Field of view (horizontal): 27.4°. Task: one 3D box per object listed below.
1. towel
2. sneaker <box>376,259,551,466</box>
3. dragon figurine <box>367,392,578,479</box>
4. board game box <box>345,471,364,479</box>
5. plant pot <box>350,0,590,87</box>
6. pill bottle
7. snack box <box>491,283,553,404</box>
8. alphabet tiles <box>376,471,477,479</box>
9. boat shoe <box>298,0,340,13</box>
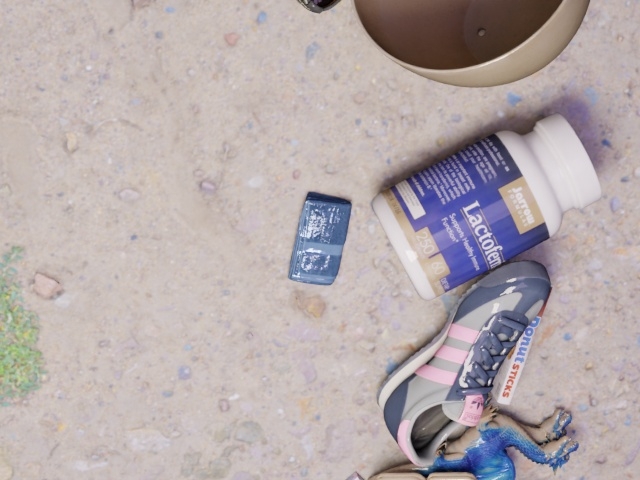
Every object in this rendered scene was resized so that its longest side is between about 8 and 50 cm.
[{"bbox_3d":[0.000,0.000,1.722,0.067,0.029,0.120,9,107,-10],"label":"towel"},{"bbox_3d":[0.202,0.167,1.709,0.112,0.131,0.319,17,125,-32],"label":"sneaker"},{"bbox_3d":[0.217,0.307,1.821,0.289,0.085,0.144,-34,109,4],"label":"dragon figurine"},{"bbox_3d":[0.046,0.387,1.861,0.090,0.020,0.090,-40,110,7],"label":"board game box"},{"bbox_3d":[0.202,-0.295,1.544,0.284,0.284,0.191,-46,149,9],"label":"plant pot"},{"bbox_3d":[0.211,-0.047,1.667,0.264,0.153,0.153,-28,109,3],"label":"pill bottle"},{"bbox_3d":[0.268,0.129,1.778,0.022,0.064,0.178,14,106,-12],"label":"snack box"},{"bbox_3d":[0.160,0.429,1.837,0.277,0.021,0.284,-3,126,9],"label":"alphabet tiles"},{"bbox_3d":[0.042,-0.379,1.576,0.084,0.079,0.233,26,102,-13],"label":"boat shoe"}]
